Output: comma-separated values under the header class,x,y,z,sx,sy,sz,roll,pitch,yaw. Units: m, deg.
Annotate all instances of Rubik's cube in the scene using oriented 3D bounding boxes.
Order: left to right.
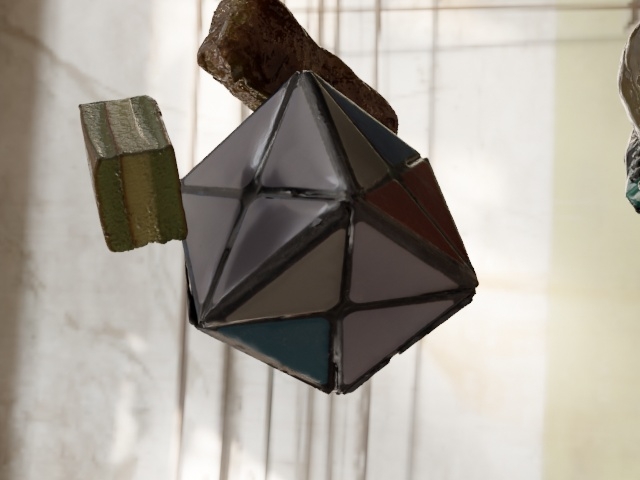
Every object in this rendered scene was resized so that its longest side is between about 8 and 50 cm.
class,x,y,z,sx,sy,sz,roll,pitch,yaw
Rubik's cube,0.000,0.000,1.754,0.305,0.310,0.307,32,-151,-40

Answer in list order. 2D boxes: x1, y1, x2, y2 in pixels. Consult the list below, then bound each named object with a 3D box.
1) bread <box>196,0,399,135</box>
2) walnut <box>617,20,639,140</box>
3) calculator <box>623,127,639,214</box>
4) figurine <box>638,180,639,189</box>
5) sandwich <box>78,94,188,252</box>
class,x,y,z,sx,sy,sz,roll,pitch,yaw
bread,-0.022,-0.233,1.923,0.380,0.109,0.185,38,-134,-31
walnut,0.475,-0.193,1.425,0.248,0.248,0.248,1,-90,-75
calculator,0.621,-0.199,2.122,0.248,0.058,0.274,-48,14,48
figurine,0.528,-0.118,1.822,0.143,0.068,0.101,-60,-3,-24
sandwich,-0.261,-0.097,1.677,0.187,0.117,0.144,-119,22,-54
